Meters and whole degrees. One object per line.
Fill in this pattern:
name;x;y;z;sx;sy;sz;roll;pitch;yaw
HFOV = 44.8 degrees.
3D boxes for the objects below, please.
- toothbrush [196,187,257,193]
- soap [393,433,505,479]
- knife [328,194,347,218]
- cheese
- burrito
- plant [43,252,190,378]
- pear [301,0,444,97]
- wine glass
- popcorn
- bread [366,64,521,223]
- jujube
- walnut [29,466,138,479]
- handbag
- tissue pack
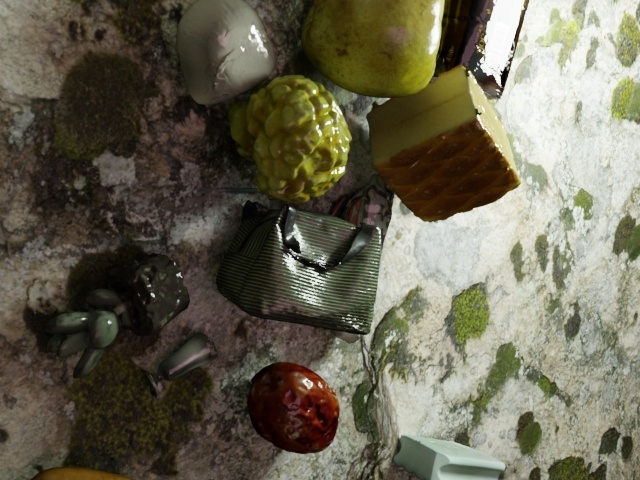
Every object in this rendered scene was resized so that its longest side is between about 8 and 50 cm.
toothbrush;-0.189;-0.106;1.657;0.167;0.014;0.011;-3;120;-39
soap;0.364;0.626;2.181;0.290;0.173;0.095;20;88;-40
knife;0.000;0.000;1.837;0.035;0.018;0.247;36;81;-42
cheese;-0.188;-0.378;1.498;0.198;0.154;0.189;-38;142;-29
burrito;0.092;0.028;1.861;0.139;0.101;0.445;7;97;-42
plant;-0.391;0.134;1.476;0.275;0.149;0.146;-36;105;-30
pear;0.109;-0.440;1.636;0.304;0.304;0.303;-11;108;-37
wine glass;-0.296;0.259;1.629;0.155;0.072;0.072;-32;119;-28
popcorn;-0.058;-0.205;1.567;0.224;0.270;0.257;-31;97;-13
bread;0.286;-0.211;1.806;0.279;0.279;0.207;47;28;-45
jujube;-0.059;0.386;1.779;0.197;0.197;0.290;-55;143;-15
walnut;-0.456;0.537;1.494;0.336;0.209;0.208;31;81;-26
handbag;-0.034;0.052;1.666;0.341;0.247;0.240;12;93;-27
tissue pack;0.371;-0.532;1.880;0.210;0.198;0.369;14;93;-43
